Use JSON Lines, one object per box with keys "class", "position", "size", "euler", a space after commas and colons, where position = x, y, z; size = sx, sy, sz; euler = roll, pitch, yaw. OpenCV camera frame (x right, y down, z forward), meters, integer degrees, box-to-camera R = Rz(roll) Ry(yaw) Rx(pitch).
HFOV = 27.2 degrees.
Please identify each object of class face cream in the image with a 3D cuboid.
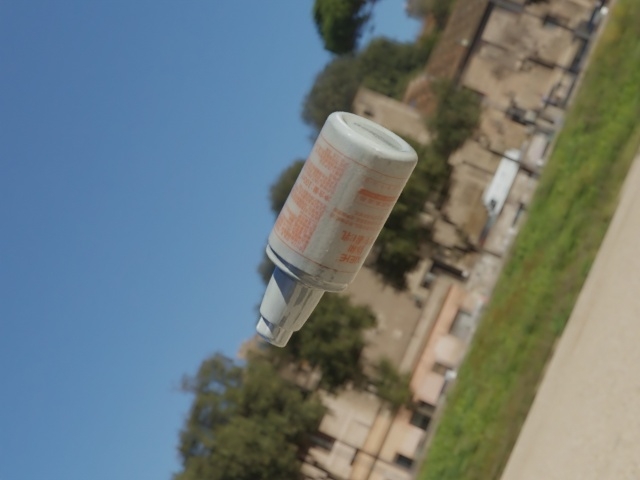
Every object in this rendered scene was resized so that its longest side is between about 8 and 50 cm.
{"class": "face cream", "position": [0.000, 0.000, 1.339], "size": [0.252, 0.101, 0.101], "euler": [-63, -7, 18]}
